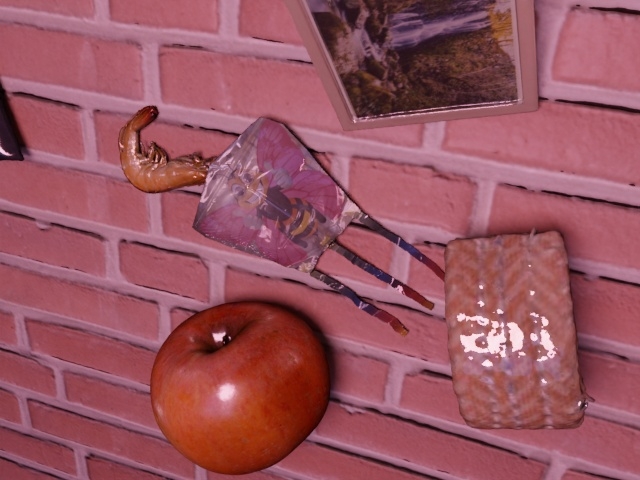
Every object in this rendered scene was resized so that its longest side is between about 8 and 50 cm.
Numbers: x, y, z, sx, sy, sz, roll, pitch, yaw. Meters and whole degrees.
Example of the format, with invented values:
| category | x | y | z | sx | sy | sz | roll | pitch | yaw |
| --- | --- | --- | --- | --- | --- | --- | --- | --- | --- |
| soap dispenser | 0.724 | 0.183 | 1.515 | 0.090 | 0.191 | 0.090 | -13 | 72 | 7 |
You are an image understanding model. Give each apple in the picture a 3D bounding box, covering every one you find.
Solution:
| category | x | y | z | sx | sy | sz | roll | pitch | yaw |
| --- | --- | --- | --- | --- | --- | --- | --- | --- | --- |
| apple | -0.109 | 0.212 | 0.881 | 0.253 | 0.253 | 0.254 | 8 | 116 | 16 |

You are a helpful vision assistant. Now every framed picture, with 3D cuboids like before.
| category | x | y | z | sx | sy | sz | roll | pitch | yaw |
| --- | --- | --- | --- | --- | --- | --- | --- | --- | --- |
| framed picture | 0.088 | -0.224 | 0.612 | 0.240 | 0.020 | 0.324 | -2 | 151 | 19 |

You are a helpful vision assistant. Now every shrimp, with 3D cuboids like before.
| category | x | y | z | sx | sy | sz | roll | pitch | yaw |
| --- | --- | --- | --- | --- | --- | --- | --- | --- | --- |
| shrimp | -0.207 | -0.130 | 0.863 | 0.178 | 0.034 | 0.124 | -6 | 105 | 24 |

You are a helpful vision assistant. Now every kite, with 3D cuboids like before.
| category | x | y | z | sx | sy | sz | roll | pitch | yaw |
| --- | --- | --- | --- | --- | --- | --- | --- | --- | --- |
| kite | 0.001 | -0.002 | 0.845 | 0.360 | 0.022 | 0.204 | 36 | 116 | -5 |

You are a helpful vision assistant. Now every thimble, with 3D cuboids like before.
| category | x | y | z | sx | sy | sz | roll | pitch | yaw |
| --- | --- | --- | --- | --- | --- | --- | --- | --- | --- |
| thimble | 0.231 | 0.106 | 0.732 | 0.148 | 0.196 | 0.229 | -5 | 82 | 18 |

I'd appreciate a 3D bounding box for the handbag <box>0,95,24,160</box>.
| category | x | y | z | sx | sy | sz | roll | pitch | yaw |
| --- | --- | --- | --- | --- | --- | --- | --- | --- | --- |
| handbag | -0.568 | -0.224 | 0.909 | 0.211 | 0.089 | 0.254 | -7 | 111 | 16 |
